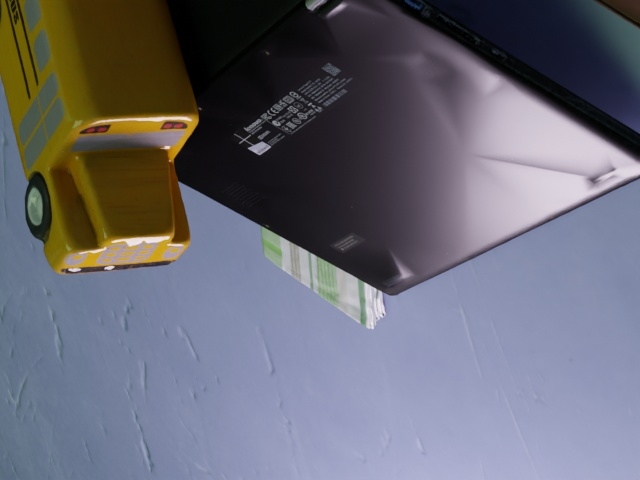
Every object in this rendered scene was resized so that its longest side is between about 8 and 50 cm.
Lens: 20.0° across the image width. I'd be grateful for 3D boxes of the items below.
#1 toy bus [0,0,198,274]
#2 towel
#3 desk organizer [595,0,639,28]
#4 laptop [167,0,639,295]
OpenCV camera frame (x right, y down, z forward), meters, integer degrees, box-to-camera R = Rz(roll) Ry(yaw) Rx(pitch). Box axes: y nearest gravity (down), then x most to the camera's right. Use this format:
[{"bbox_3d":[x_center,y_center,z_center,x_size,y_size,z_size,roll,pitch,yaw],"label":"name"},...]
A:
[{"bbox_3d":[-0.176,-0.147,1.365,0.130,0.108,0.332,-46,55,52],"label":"toy bus"},{"bbox_3d":[0.000,0.000,1.606,0.152,0.023,0.113,35,141,37],"label":"towel"},{"bbox_3d":[0.196,-0.174,1.132,0.130,0.047,0.050,38,142,29],"label":"desk organizer"},{"bbox_3d":[0.013,-0.188,1.355,0.408,0.236,0.382,29,154,-17],"label":"laptop"}]
